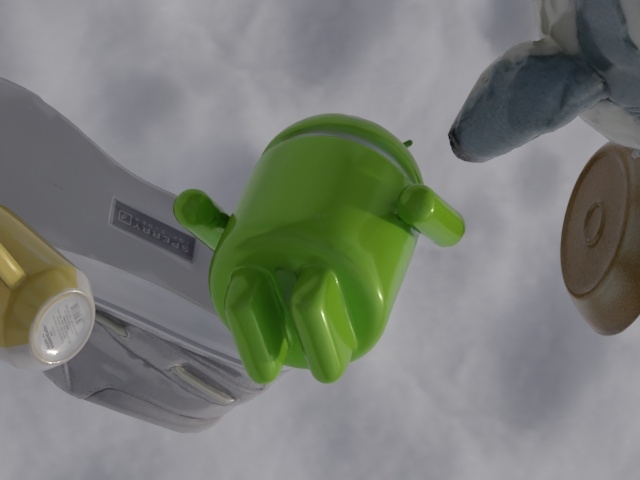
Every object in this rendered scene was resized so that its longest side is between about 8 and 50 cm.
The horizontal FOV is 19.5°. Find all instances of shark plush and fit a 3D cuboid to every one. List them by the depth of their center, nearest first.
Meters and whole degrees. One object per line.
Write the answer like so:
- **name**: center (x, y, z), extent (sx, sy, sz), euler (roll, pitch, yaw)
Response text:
- **shark plush**: center (0.084, -0.060, 0.352), extent (0.067, 0.161, 0.073), euler (29, 57, 2)

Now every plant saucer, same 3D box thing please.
- **plant saucer**: center (0.110, -0.006, 0.713), extent (0.015, 0.083, 0.083), euler (11, 88, -15)

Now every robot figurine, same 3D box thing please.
- **robot figurine**: center (0.000, 0.000, 0.678), extent (0.115, 0.101, 0.067), euler (-67, 147, -47)

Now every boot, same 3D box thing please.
- **boot**: center (-0.133, 0.016, 0.915), extent (0.258, 0.123, 0.095), euler (31, 42, -17)

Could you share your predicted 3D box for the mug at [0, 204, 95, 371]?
- **mug**: center (-0.132, 0.023, 0.774), extent (0.078, 0.064, 0.062), euler (11, 103, -53)
